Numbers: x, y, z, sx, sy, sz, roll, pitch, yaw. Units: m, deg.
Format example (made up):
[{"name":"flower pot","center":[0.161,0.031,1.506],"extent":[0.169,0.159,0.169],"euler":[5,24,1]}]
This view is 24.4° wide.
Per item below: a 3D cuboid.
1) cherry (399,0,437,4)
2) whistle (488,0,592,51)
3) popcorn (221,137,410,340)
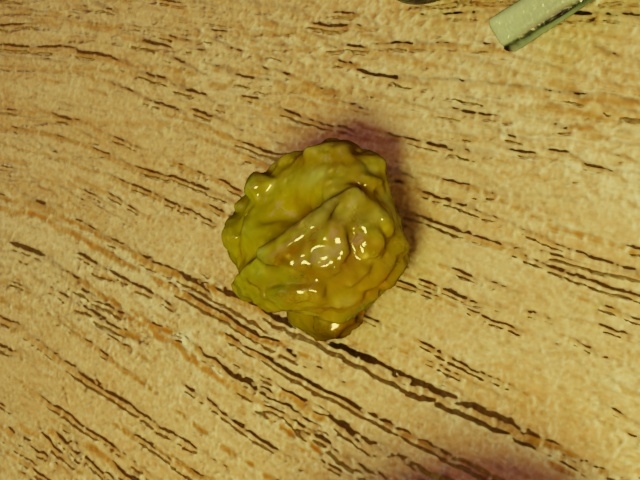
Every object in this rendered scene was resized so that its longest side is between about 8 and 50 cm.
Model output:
[{"name":"cherry","center":[0.093,-0.316,1.384],"extent":[0.195,0.195,0.195],"euler":[-11,73,38]},{"name":"whistle","center":[0.246,-0.303,1.273],"extent":[0.289,0.163,0.163],"euler":[-32,61,30]},{"name":"popcorn","center":[0.004,0.000,1.413],"extent":[0.197,0.155,0.198],"euler":[-35,40,35]}]
